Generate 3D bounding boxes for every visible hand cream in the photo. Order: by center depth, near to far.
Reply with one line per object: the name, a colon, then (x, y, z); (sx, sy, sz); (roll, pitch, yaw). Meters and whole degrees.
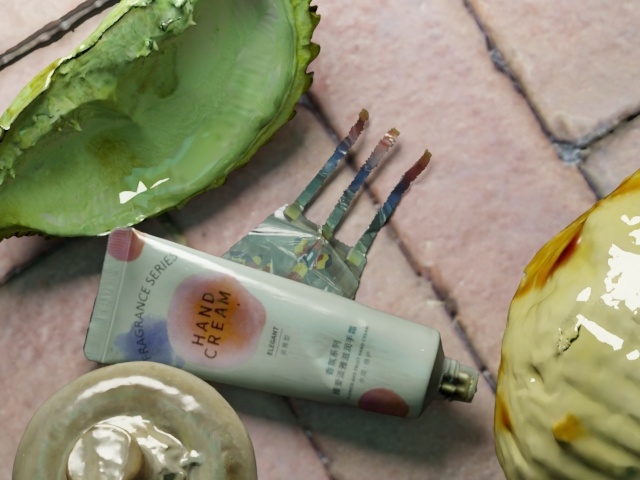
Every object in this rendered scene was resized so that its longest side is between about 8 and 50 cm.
hand cream: (-0.029, 0.085, 1.569); (0.340, 0.078, 0.124); (14, 102, -2)

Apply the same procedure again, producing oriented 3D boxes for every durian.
durian: (-0.143, -0.113, 1.536); (0.394, 0.198, 0.163); (-37, 86, -3)

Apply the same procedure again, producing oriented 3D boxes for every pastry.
pastry: (0.315, 0.096, 1.454); (0.388, 0.388, 0.312); (-35, 46, -6)

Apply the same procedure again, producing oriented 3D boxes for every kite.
kite: (0.000, 0.000, 1.617); (0.141, 0.015, 0.245); (35, 84, -3)

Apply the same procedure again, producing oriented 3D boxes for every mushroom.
mushroom: (-0.155, 0.196, 1.485); (0.207, 0.215, 0.207); (-1, 75, 3)
